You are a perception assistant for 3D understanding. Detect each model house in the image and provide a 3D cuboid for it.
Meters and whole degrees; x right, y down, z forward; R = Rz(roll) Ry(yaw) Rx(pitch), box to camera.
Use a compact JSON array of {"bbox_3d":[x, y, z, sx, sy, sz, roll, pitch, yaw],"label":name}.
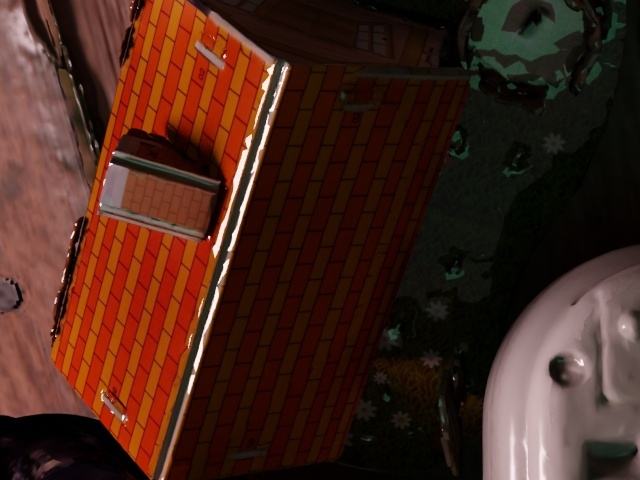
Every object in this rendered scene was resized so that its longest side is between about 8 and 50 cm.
[{"bbox_3d":[-0.001,-0.001,0.693,0.207,0.154,0.294,19,116,1],"label":"model house"}]

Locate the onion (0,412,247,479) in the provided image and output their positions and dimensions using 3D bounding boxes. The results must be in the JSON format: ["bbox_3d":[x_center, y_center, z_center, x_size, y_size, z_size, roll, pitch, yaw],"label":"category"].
[{"bbox_3d":[-0.101,0.189,0.756,0.281,0.281,0.221,-6,129,11],"label":"onion"}]

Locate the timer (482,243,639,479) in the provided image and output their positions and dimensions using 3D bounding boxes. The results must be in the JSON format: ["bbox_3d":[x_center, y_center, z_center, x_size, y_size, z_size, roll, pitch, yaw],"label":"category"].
[{"bbox_3d":[0.200,0.119,0.688,0.262,0.087,0.237,1,79,-7],"label":"timer"}]
